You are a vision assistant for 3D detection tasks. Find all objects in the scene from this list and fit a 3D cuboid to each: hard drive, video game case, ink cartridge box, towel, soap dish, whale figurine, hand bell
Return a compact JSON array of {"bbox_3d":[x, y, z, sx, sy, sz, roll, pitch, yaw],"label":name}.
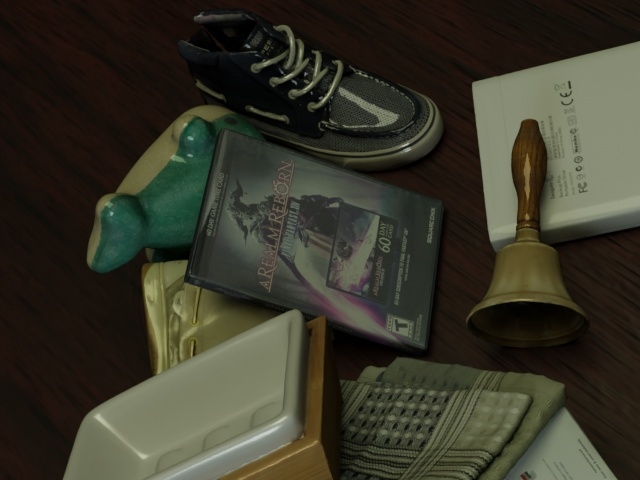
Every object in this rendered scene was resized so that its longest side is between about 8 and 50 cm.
[{"bbox_3d":[0.355,-0.122,1.524,0.353,0.047,0.233,-13,54,16],"label":"hard drive"},{"bbox_3d":[0.000,0.000,1.497,0.274,0.026,0.196,18,58,-14],"label":"video game case"},{"bbox_3d":[0.199,0.271,1.272,0.176,0.128,0.127,-33,52,1],"label":"ink cartridge box"},{"bbox_3d":[0.037,0.223,1.298,0.324,0.056,0.312,-43,22,-29],"label":"towel"},{"bbox_3d":[-0.108,0.208,1.316,0.291,0.118,0.229,-28,22,14],"label":"soap dish"},{"bbox_3d":[-0.151,-0.042,1.571,0.141,0.216,0.272,32,37,17],"label":"whale figurine"},{"bbox_3d":[0.219,-0.021,1.444,0.126,0.126,0.242,-6,63,19],"label":"hand bell"}]

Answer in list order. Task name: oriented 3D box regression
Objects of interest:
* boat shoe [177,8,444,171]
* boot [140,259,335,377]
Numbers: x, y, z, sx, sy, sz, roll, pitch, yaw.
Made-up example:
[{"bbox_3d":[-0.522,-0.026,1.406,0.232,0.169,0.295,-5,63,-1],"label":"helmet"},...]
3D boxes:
[{"bbox_3d":[-0.023,-0.189,1.657,0.340,0.158,0.127,12,63,29],"label":"boat shoe"},{"bbox_3d":[-0.082,0.136,1.501,0.203,0.095,0.262,-10,73,-4],"label":"boot"}]
